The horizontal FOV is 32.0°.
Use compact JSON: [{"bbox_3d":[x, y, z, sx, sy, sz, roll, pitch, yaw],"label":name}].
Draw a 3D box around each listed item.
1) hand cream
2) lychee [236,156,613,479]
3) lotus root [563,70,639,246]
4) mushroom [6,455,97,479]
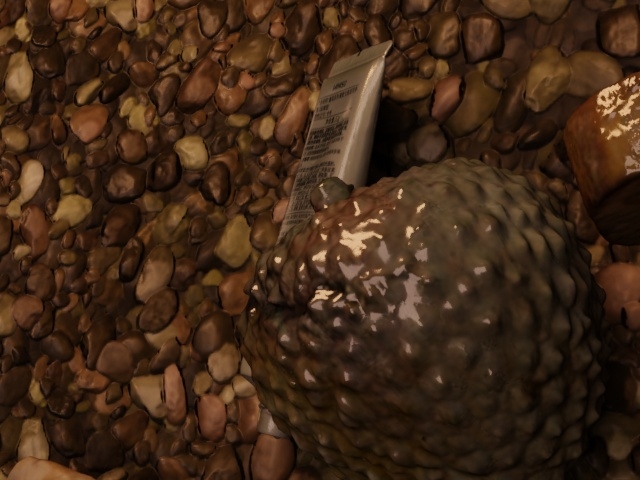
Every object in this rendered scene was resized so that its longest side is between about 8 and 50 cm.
[{"bbox_3d":[0.000,0.000,0.950,0.124,0.077,0.341,-5,70,68],"label":"hand cream"},{"bbox_3d":[0.078,0.070,0.795,0.255,0.255,0.274,-31,80,18],"label":"lychee"},{"bbox_3d":[0.275,-0.057,0.768,0.170,0.260,0.074,-46,55,48],"label":"lotus root"},{"bbox_3d":[-0.269,0.320,0.909,0.297,0.297,0.290,16,62,30],"label":"mushroom"}]
